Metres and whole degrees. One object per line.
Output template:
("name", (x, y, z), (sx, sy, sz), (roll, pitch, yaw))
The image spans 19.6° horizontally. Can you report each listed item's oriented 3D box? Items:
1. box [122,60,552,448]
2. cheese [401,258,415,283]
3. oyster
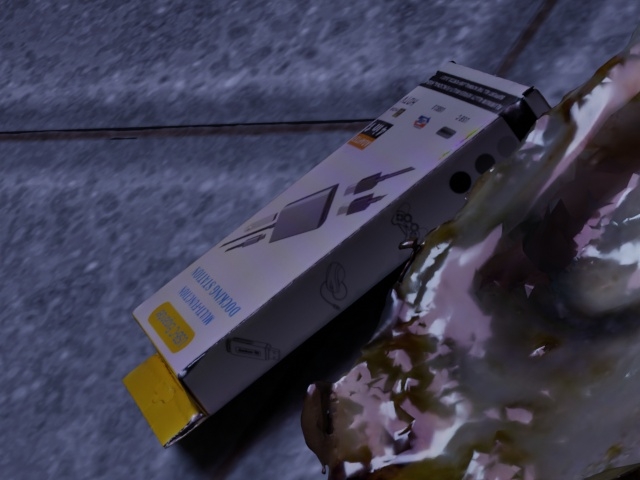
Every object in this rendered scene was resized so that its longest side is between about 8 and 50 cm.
("box", (0.000, 0.000, 0.926), (0.247, 0.033, 0.129), (-39, 19, -6))
("cheese", (0.060, 0.033, 0.850), (0.067, 0.026, 0.121), (-15, 37, 31))
("oyster", (0.125, 0.009, 0.754), (0.221, 0.096, 0.361), (-4, 44, 41))
